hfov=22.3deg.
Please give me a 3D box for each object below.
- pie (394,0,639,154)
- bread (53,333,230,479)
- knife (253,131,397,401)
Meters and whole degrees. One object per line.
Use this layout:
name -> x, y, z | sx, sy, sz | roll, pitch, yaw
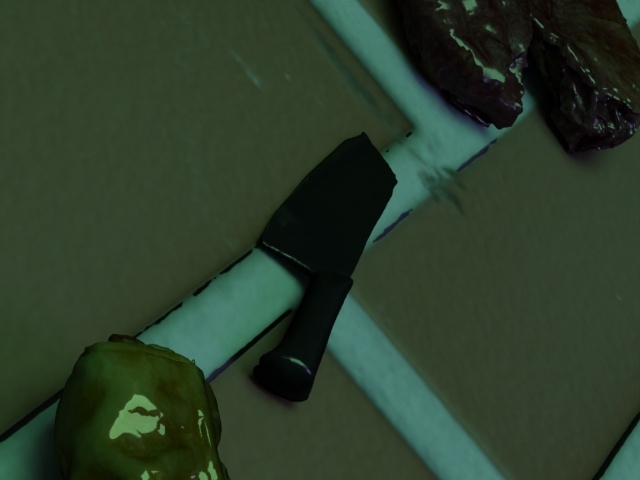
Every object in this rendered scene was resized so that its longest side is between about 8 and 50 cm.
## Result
pie -> 0.138, -0.149, 1.124 | 0.218, 0.054, 0.204 | 22, 45, -27
bread -> -0.044, 0.202, 0.619 | 0.077, 0.084, 0.368 | -12, 61, -5
knife -> 0.000, 0.000, 0.887 | 0.060, 0.028, 0.230 | 30, 38, -3
